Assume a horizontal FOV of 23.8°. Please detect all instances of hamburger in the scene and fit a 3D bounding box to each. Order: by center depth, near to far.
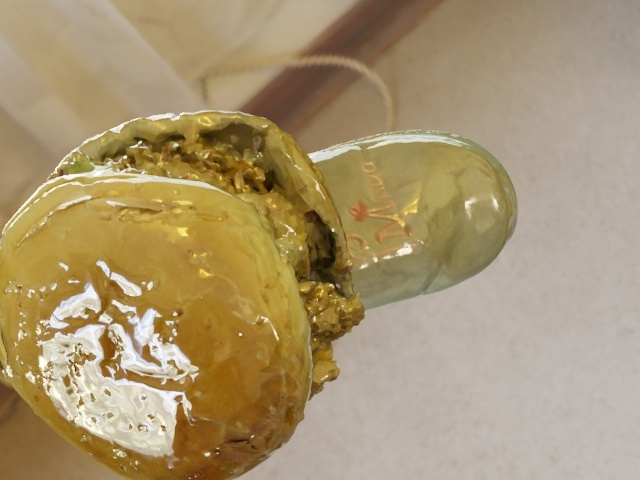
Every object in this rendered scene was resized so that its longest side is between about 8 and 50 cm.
[{"bbox_3d":[-0.075,0.028,0.652,0.185,0.159,0.131,-11,28,23],"label":"hamburger"}]

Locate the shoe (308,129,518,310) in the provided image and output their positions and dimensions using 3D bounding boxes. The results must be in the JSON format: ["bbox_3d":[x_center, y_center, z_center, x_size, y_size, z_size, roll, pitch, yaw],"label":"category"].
[{"bbox_3d":[0.000,0.000,0.932,0.251,0.103,0.100,-13,10,2],"label":"shoe"}]
